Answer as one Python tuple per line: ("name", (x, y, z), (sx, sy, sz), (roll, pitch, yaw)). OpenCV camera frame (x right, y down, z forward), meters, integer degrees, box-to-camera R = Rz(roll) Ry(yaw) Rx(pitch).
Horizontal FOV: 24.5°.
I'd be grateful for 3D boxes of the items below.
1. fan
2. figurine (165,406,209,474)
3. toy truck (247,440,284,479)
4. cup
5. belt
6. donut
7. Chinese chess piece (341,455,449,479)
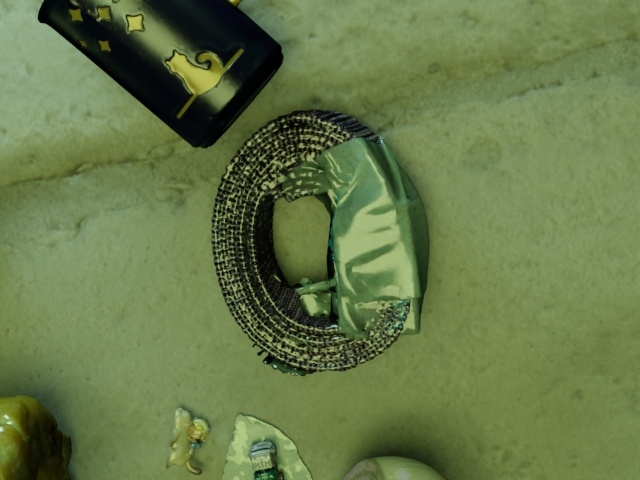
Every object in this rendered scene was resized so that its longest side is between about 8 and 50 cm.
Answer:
("fan", (-0.071, 0.342, 1.942), (0.131, 0.009, 0.240), (-5, 99, 8))
("figurine", (-0.173, 0.262, 1.928), (0.050, 0.047, 0.083), (11, 95, -10))
("toy truck", (-0.070, 0.305, 1.910), (0.039, 0.044, 0.083), (-12, 99, 3))
("cup", (-0.162, -0.270, 1.740), (0.256, 0.178, 0.255), (40, 130, -3))
("belt", (0.000, 0.000, 1.817), (0.260, 0.122, 0.325), (-5, 97, 15))
("donut", (-0.406, 0.374, 1.823), (0.170, 0.360, 0.360), (-3, 100, 6))
("Chinese chess piece", (0.080, 0.399, 1.802), (0.112, 0.270, 0.270), (16, 103, -16))
